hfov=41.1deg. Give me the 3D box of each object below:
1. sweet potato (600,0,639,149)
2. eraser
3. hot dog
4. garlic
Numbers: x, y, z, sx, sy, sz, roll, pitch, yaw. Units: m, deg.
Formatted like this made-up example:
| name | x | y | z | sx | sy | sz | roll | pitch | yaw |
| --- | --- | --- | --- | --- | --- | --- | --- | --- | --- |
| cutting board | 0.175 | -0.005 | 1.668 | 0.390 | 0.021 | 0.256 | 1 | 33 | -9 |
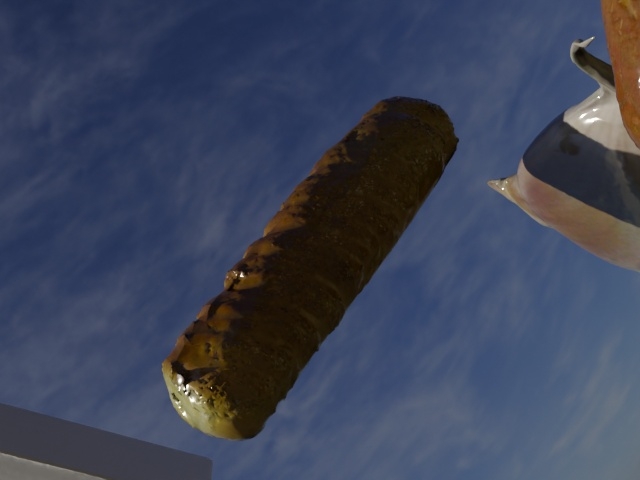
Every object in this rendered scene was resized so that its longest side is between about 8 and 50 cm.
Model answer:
| name | x | y | z | sx | sy | sz | roll | pitch | yaw |
| --- | --- | --- | --- | --- | --- | --- | --- | --- | --- |
| sweet potato | 0.162 | -0.053 | 0.358 | 0.055 | 0.202 | 0.058 | -29 | -1 | -45 |
| eraser | -0.268 | 0.242 | 0.892 | 0.078 | 0.298 | 0.076 | -94 | 23 | -67 |
| hot dog | 0.001 | 0.000 | 0.548 | 0.289 | 0.083 | 0.068 | -53 | -46 | -34 |
| garlic | 0.217 | -0.054 | 0.567 | 0.148 | 0.128 | 0.266 | -12 | -23 | -3 |
